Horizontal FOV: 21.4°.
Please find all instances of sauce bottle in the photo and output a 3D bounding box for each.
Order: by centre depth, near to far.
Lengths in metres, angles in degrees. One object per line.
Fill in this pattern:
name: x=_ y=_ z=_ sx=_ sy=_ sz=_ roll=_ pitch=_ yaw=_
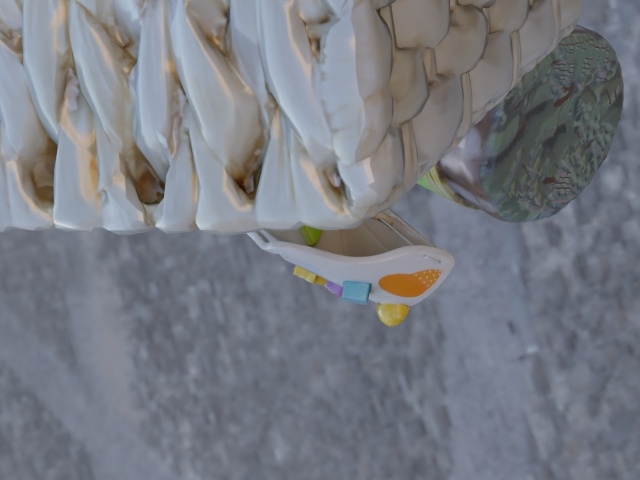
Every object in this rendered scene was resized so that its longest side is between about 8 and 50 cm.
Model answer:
sauce bottle: x=0.009 y=-0.114 z=0.946 sx=0.344 sy=0.111 sz=0.111 roll=29 pitch=130 yaw=44

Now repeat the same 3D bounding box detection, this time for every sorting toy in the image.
sorting toy: x=0.000 y=0.000 z=0.709 sx=0.083 sy=0.075 sz=0.045 roll=43 pitch=112 yaw=50

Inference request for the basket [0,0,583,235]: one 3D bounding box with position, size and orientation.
basket: x=-0.073 y=-0.189 z=0.545 sx=0.266 sy=0.331 sz=0.328 roll=1 pitch=107 yaw=21
